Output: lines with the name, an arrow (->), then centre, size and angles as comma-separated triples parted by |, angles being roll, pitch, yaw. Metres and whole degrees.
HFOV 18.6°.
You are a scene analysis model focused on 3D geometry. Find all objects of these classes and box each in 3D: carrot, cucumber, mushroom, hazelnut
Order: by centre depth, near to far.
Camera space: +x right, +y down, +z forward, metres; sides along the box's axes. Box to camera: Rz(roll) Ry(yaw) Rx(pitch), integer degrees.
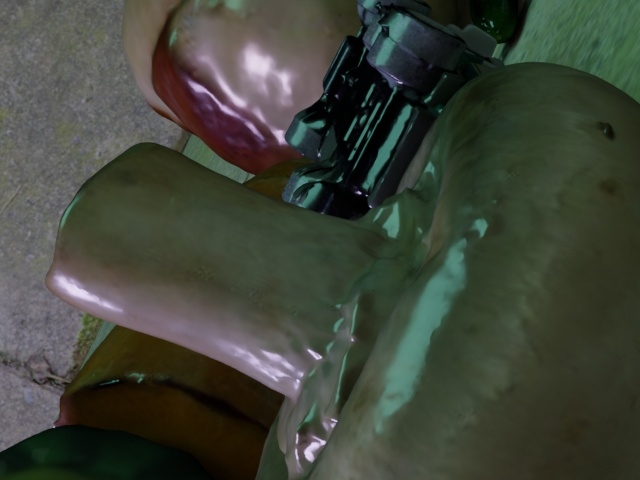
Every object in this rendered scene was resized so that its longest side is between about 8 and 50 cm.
mushroom -> 0.019, 0.027, 0.645 | 0.207, 0.215, 0.207 | -157, 90, -89
carrot -> -0.038, 0.043, 1.117 | 0.225, 0.159, 0.159 | -67, 9, -30
cucumber -> 0.109, -0.165, 1.240 | 0.036, 0.033, 0.184 | -34, 19, 16
hazelnut -> -0.009, -0.162, 1.394 | 0.261, 0.241, 0.261 | -24, 55, 40

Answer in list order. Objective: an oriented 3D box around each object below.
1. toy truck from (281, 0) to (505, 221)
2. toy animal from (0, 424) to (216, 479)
toy truck -> 0.054, -0.047, 0.939 | 0.114, 0.124, 0.253 | -61, 8, 13
toy animal -> -0.149, 0.262, 1.020 | 0.338, 0.216, 0.191 | -67, -17, -9
